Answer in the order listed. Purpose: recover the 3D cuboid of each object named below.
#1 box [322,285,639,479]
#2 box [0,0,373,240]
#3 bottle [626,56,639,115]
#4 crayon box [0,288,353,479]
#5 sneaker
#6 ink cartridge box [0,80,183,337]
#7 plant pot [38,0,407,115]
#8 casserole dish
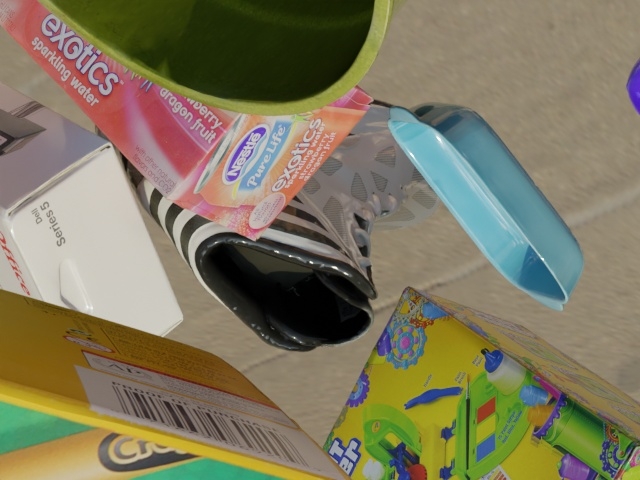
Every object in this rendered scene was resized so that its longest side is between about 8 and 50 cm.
[{"bbox_3d":[0.144,0.238,1.519,0.279,0.177,0.290,35,101,42],"label":"box"},{"bbox_3d":[-0.124,-0.159,1.427,0.154,0.142,0.300,-48,61,8],"label":"box"},{"bbox_3d":[0.383,-0.190,1.639,0.092,0.283,0.118,52,137,-2],"label":"bottle"},{"bbox_3d":[-0.146,0.038,0.408,0.278,0.165,0.081,17,92,-14],"label":"crayon box"},{"bbox_3d":[-0.001,0.001,1.667,0.169,0.447,0.257,-40,62,27],"label":"sneaker"},{"bbox_3d":[-0.261,-0.019,1.569,0.115,0.198,0.273,-37,40,-22],"label":"ink cartridge box"},{"bbox_3d":[-0.014,-0.324,1.068,0.366,0.366,0.353,31,60,18],"label":"plant pot"},{"bbox_3d":[0.119,-0.031,1.251,0.037,0.114,0.188,-42,107,-10],"label":"casserole dish"}]
